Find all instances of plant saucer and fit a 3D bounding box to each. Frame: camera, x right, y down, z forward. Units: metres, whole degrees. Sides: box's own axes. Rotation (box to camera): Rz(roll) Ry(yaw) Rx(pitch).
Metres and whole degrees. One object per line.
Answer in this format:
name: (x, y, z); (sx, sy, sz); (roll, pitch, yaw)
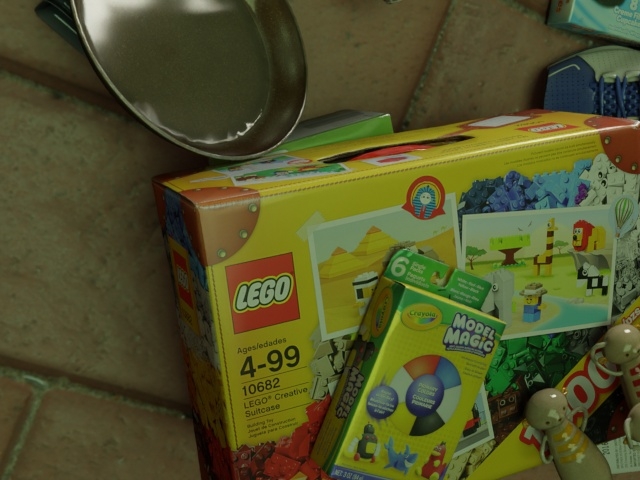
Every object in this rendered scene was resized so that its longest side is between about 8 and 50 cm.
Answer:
plant saucer: (-0.144, -0.226, 0.986); (0.310, 0.050, 0.311); (21, 58, -38)

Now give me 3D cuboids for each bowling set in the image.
bowling set: (0.381, 0.167, 0.938); (0.287, 0.200, 0.154); (-40, 113, -16)

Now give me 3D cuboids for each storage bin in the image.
storage bin: (-0.231, -0.249, 1.003); (0.135, 0.098, 0.091); (40, 75, -23)

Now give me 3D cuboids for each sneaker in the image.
sneaker: (0.454, -0.194, 1.173); (0.315, 0.182, 0.127); (-1, 101, 7)

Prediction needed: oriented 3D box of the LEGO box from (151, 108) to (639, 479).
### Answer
LEGO box: (0.101, 0.077, 1.004); (0.500, 0.193, 0.373); (-13, 106, -21)

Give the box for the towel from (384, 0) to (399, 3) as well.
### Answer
towel: (0.133, -0.428, 1.020); (0.283, 0.121, 0.235); (-36, 153, -12)

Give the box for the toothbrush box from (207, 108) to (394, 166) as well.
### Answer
toothbrush box: (0.000, 0.000, 1.120); (0.206, 0.122, 0.283); (-17, 108, -18)

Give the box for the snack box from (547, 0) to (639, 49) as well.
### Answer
snack box: (0.481, -0.361, 1.264); (0.322, 0.060, 0.187); (8, 96, -22)

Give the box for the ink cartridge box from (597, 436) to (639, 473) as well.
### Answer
ink cartridge box: (0.475, 0.167, 1.248); (0.395, 0.151, 0.270); (-10, 115, 8)

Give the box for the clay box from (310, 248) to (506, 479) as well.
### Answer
clay box: (0.091, 0.130, 0.873); (0.127, 0.053, 0.222); (20, 94, -26)
